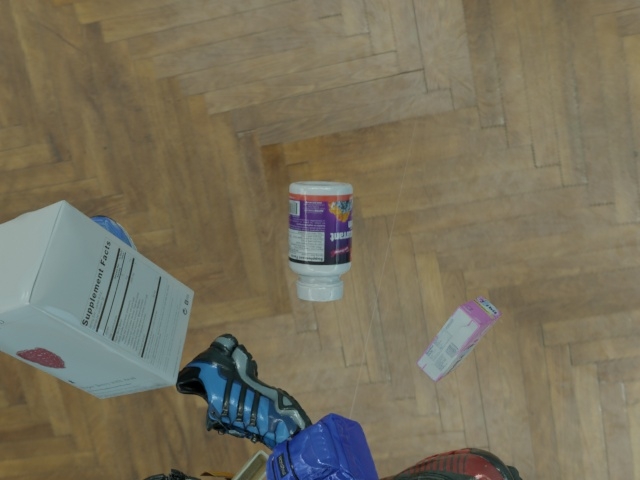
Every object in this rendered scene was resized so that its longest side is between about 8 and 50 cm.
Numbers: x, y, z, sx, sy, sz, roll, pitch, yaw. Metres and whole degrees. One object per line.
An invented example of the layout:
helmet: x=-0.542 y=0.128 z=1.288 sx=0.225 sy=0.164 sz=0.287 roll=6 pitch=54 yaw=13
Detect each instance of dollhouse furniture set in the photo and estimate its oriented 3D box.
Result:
dollhouse furniture set: x=-0.114 y=0.328 z=1.015 sx=0.114 sy=0.081 sz=0.091 roll=-48 pitch=111 yaw=-12

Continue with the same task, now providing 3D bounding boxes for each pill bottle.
pill bottle: x=0.000 y=0.000 z=1.279 sx=0.108 sy=0.108 sz=0.193 roll=2 pitch=99 yaw=8

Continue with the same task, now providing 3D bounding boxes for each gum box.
gum box: x=0.293 y=0.214 z=1.629 sx=0.062 sy=0.107 sz=0.188 roll=45 pitch=122 yaw=22

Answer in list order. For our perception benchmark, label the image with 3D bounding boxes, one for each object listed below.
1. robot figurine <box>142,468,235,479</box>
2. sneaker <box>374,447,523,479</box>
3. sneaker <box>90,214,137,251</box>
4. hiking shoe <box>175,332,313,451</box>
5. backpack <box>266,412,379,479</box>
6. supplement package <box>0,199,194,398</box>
robot figurine: x=-0.267 y=0.582 z=1.635 sx=0.291 sy=0.085 sz=0.211 roll=9 pitch=105 yaw=-15
sneaker: x=0.039 y=0.256 z=0.653 sx=0.276 sy=0.135 sz=0.097 roll=-30 pitch=64 yaw=26
sneaker: x=-0.447 y=0.104 z=1.605 sx=0.130 sy=0.147 sz=0.330 roll=-9 pitch=81 yaw=-6
hiking shoe: x=-0.118 y=0.291 z=1.246 sx=0.304 sy=0.132 sz=0.113 roll=39 pitch=150 yaw=34
backpack: x=-0.010 y=0.268 z=0.895 sx=0.120 sy=0.098 sz=0.101 roll=-39 pitch=132 yaw=23
supplement package: x=-0.366 y=0.103 z=1.169 sx=0.177 sy=0.175 sz=0.293 roll=-16 pitch=141 yaw=30
